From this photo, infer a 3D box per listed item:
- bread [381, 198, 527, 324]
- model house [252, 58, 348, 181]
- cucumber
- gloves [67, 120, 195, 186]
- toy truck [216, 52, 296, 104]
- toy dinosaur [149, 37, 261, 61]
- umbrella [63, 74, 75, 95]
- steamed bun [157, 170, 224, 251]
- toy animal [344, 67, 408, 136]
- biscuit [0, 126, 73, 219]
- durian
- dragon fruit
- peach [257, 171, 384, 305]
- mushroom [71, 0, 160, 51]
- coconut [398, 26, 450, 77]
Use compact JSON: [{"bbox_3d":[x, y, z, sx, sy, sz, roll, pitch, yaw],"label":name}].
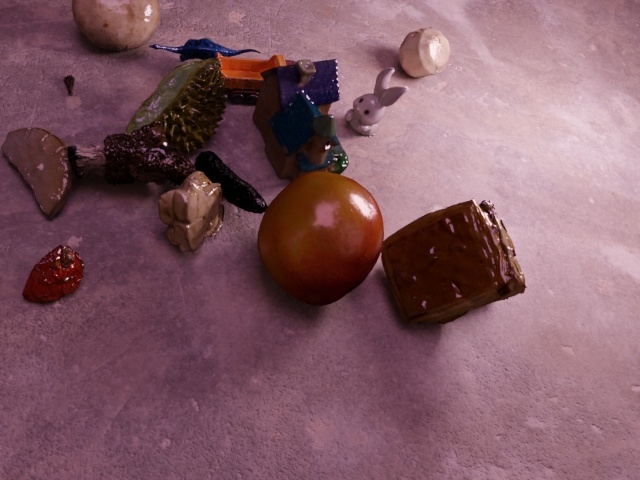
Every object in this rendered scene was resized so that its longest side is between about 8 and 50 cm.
[{"bbox_3d":[0.340,0.066,1.718,0.324,0.167,0.277,-24,65,17],"label":"bread"},{"bbox_3d":[-0.034,-0.362,1.893,0.245,0.280,0.312,-13,60,-27],"label":"model house"},{"bbox_3d":[-0.237,-0.145,1.736,0.081,0.072,0.303,-18,39,-29],"label":"cucumber"},{"bbox_3d":[-0.472,-0.207,1.676,0.312,0.210,0.135,4,72,-14],"label":"gloves"},{"bbox_3d":[-0.186,-0.496,2.037,0.270,0.135,0.114,-1,54,-19],"label":"toy truck"},{"bbox_3d":[-0.358,-0.584,2.036,0.329,0.076,0.144,0,13,-18],"label":"toy dinosaur"},{"bbox_3d":[-0.714,-0.444,1.895,0.031,0.020,0.083,-4,61,-21],"label":"umbrella"},{"bbox_3d":[-0.326,-0.081,1.652,0.106,0.192,0.177,16,45,18],"label":"steamed bun"},{"bbox_3d":[0.162,-0.422,2.048,0.130,0.221,0.104,-17,66,-30],"label":"toy animal"},{"bbox_3d":[-0.692,-0.195,1.664,0.141,0.038,0.290,-36,69,-7],"label":"biscuit"},{"bbox_3d":[-0.384,-0.366,1.861,0.198,0.163,0.394,11,63,39],"label":"durian"},{"bbox_3d":[-0.583,0.073,1.489,0.083,0.106,0.162,35,48,8],"label":"dragon fruit"},{"bbox_3d":[0.000,0.000,1.629,0.307,0.308,0.332,13,61,-9],"label":"peach"},{"bbox_3d":[-0.622,-0.663,2.007,0.253,0.195,0.189,14,84,-16],"label":"mushroom"},{"bbox_3d":[0.352,-0.655,2.325,0.171,0.183,0.171,-6,99,-39],"label":"coconut"}]
